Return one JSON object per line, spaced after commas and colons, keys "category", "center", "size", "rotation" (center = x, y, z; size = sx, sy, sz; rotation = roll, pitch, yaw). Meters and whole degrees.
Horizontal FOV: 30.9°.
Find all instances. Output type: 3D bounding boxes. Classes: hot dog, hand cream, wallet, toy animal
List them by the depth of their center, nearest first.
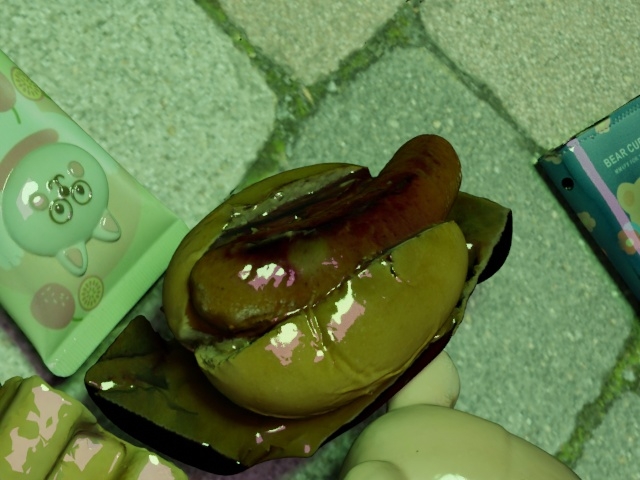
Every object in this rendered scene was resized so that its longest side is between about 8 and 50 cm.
{"category": "hand cream", "center": [-0.223, -0.067, 0.728], "size": [0.306, 0.093, 0.147], "rotation": [49, 51, -14]}
{"category": "toy animal", "center": [0.114, 0.207, 0.743], "size": [0.250, 0.154, 0.166], "rotation": [43, 13, -5]}
{"category": "hot dog", "center": [0.004, 0.004, 0.750], "size": [0.194, 0.107, 0.326], "rotation": [28, 45, 13]}
{"category": "wallet", "center": [0.293, -0.019, 0.999], "size": [0.141, 0.059, 0.202], "rotation": [-32, 85, -28]}

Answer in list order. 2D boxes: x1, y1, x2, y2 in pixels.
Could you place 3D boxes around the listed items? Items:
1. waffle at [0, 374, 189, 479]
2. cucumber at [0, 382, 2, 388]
{"category": "waffle", "center": [-0.096, 0.281, 0.605], "size": [0.348, 0.077, 0.304], "rotation": [32, 74, -11]}
{"category": "cucumber", "center": [-0.203, 0.122, 0.672], "size": [0.048, 0.048, 0.105], "rotation": [8, 65, -26]}
